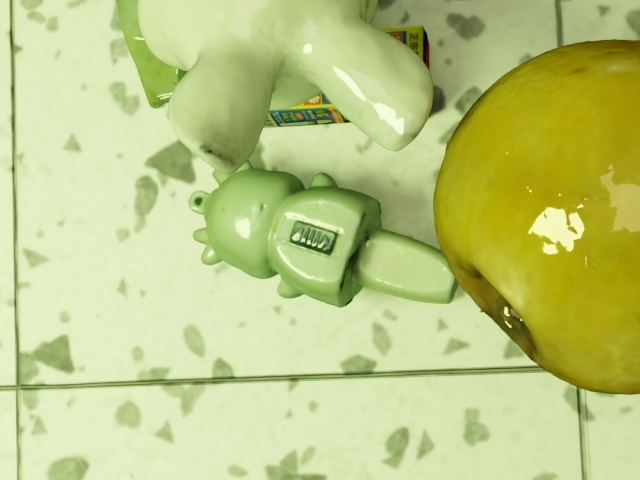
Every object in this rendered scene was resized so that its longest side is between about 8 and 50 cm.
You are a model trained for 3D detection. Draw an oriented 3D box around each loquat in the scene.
[{"bbox_3d":[0.229,-0.026,0.940,0.275,0.275,0.274,-1,85,13],"label":"loquat"}]

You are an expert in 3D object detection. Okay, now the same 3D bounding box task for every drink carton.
[{"bbox_3d":[0.010,-0.138,1.104,0.166,0.056,0.071,-2,80,10],"label":"drink carton"}]

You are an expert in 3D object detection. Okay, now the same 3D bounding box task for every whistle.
[{"bbox_3d":[0.000,0.000,1.076,0.245,0.092,0.110,17,87,15],"label":"whistle"}]

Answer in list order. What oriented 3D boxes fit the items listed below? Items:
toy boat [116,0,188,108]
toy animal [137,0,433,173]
[{"bbox_3d":[-0.145,-0.267,1.150,0.093,0.055,0.292,-5,84,15],"label":"toy boat"},{"bbox_3d":[-0.047,-0.218,0.976,0.196,0.241,0.367,-11,73,-7],"label":"toy animal"}]
